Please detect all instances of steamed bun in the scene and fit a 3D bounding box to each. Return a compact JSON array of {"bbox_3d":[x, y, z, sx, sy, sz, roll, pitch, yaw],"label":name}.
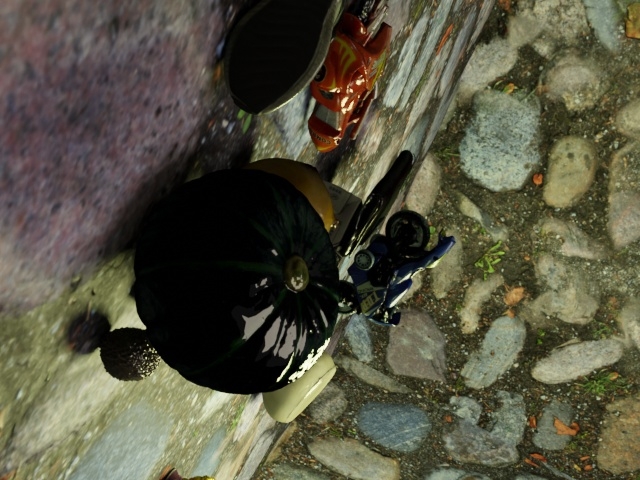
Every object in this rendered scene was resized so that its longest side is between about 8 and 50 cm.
[{"bbox_3d":[-0.075,0.382,1.958,0.232,0.145,0.232,-45,167,-13],"label":"steamed bun"}]

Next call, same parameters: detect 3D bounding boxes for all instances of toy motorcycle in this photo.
[{"bbox_3d":[0.144,0.074,1.472,0.315,0.169,0.113,-49,175,30],"label":"toy motorcycle"},{"bbox_3d":[0.040,-0.251,1.029,0.171,0.089,0.298,-57,170,-20],"label":"toy motorcycle"}]

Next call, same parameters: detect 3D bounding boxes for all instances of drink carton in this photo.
[{"bbox_3d":[0.001,0.000,1.471,0.222,0.102,0.134,-63,168,-5],"label":"drink carton"}]

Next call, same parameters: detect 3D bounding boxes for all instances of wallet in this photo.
[{"bbox_3d":[0.124,-0.075,1.494,0.172,0.045,0.318,-65,172,27],"label":"wallet"}]

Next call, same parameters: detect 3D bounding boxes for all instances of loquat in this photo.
[{"bbox_3d":[-0.056,-0.042,0.947,0.163,0.163,0.137,-32,127,-71],"label":"loquat"}]

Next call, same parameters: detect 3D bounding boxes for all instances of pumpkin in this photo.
[{"bbox_3d":[-0.109,0.047,0.794,0.248,0.248,0.248,-59,170,-18],"label":"pumpkin"}]

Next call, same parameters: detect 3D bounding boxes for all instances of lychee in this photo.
[{"bbox_3d":[-0.213,0.127,0.800,0.067,0.068,0.083,-31,-175,-13],"label":"lychee"}]

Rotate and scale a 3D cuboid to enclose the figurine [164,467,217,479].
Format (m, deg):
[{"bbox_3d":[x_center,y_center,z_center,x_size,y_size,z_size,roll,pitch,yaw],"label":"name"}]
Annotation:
[{"bbox_3d":[-0.246,0.520,1.424,0.094,0.156,0.115,-61,172,-10],"label":"figurine"}]

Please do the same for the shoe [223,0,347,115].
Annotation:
[{"bbox_3d":[-0.022,-0.235,0.764,0.227,0.099,0.112,-64,177,3],"label":"shoe"}]
